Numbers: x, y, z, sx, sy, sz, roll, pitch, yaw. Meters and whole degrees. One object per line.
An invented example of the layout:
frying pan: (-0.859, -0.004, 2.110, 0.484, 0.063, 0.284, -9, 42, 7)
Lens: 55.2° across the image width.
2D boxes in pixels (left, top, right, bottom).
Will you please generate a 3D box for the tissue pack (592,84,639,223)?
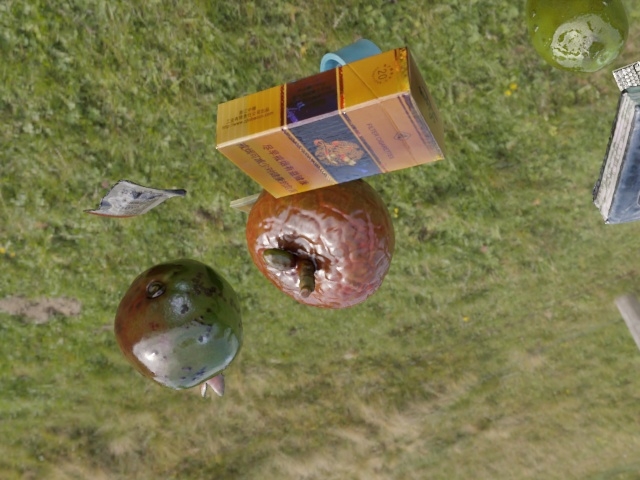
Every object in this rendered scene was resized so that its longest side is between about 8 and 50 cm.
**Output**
tissue pack: (0.527, -0.135, 0.930, 0.173, 0.073, 0.235, -8, 137, 3)

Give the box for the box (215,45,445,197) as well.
box: (0.016, -0.129, 0.731, 0.237, 0.070, 0.152, -13, 154, 22)

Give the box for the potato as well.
potato: (0.518, -0.454, 1.249, 0.186, 0.253, 0.148, -20, 148, -8)

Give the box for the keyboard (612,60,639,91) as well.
keyboard: (0.556, -0.246, 1.066, 0.049, 0.129, 0.015, -16, -161, 47)

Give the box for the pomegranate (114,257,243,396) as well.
pomegranate: (-0.271, 0.197, 1.321, 0.291, 0.291, 0.323, -31, 121, 26)

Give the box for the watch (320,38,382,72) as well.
watch: (0.085, -0.309, 1.283, 0.211, 0.193, 0.211, -28, 149, -18)

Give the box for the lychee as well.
lychee: (0.000, 0.000, 1.021, 0.255, 0.300, 0.255, 17, 135, 18)

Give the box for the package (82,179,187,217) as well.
package: (-0.427, -0.088, 1.393, 0.154, 0.030, 0.239, 5, 161, -41)

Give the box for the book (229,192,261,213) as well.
book: (-0.110, -0.074, 1.504, 0.170, 0.018, 0.241, 19, 169, -24)
